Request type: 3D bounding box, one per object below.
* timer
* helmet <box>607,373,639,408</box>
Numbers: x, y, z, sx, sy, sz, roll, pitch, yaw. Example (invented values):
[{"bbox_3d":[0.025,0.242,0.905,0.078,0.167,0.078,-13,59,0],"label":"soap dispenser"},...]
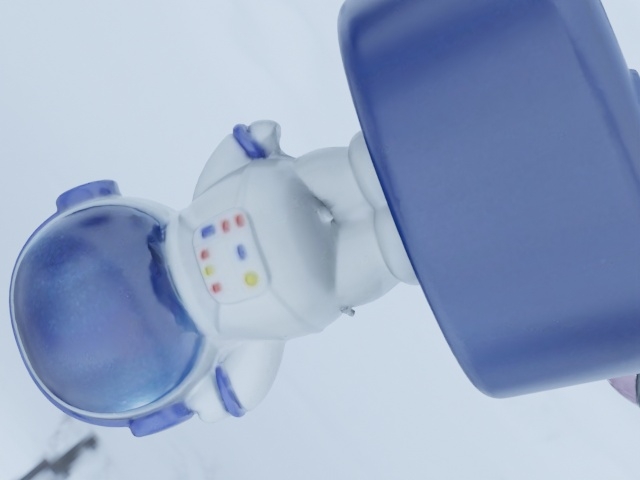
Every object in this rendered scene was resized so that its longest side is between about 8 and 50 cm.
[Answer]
[{"bbox_3d":[0.000,0.000,0.803,0.270,0.383,0.270,-21,-90,-80],"label":"timer"},{"bbox_3d":[0.350,0.055,1.422,0.154,0.198,0.253,10,118,27],"label":"helmet"}]
